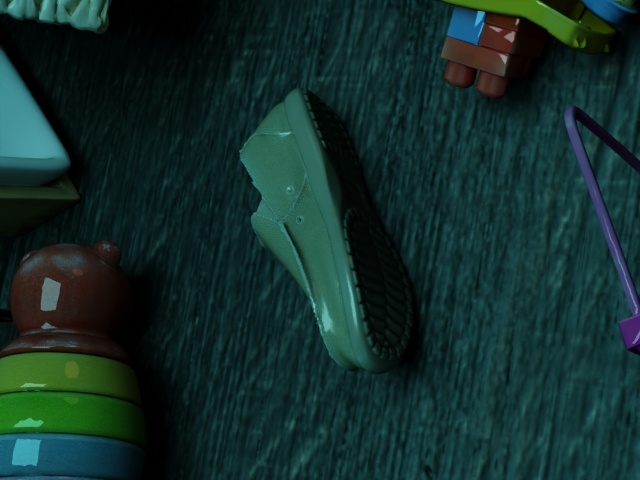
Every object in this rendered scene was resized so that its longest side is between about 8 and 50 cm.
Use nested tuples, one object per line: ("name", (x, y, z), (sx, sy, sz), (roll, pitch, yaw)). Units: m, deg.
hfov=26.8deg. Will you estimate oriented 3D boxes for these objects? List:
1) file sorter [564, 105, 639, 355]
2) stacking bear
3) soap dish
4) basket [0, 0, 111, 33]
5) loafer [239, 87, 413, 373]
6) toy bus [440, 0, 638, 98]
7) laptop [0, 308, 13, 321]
("file sorter", (0.332, -0.049, 0.861), (0.290, 0.202, 0.182), (-26, 65, 24))
("stacking bear", (-0.225, 0.143, 1.190), (0.175, 0.164, 0.289), (-11, 68, 29))
("soap dish", (-0.401, -0.124, 1.324), (0.291, 0.229, 0.118), (54, 124, 29))
("basket", (-0.320, -0.372, 1.202), (0.328, 0.266, 0.331), (-148, 67, -65))
("loafer", (0.000, 0.000, 1.119), (0.092, 0.102, 0.268), (-31, 55, 24))
("toy bus", (0.178, -0.209, 1.038), (0.220, 0.149, 0.211), (18, 102, 31))
("laptop", (-0.444, -0.004, 1.305), (0.136, 0.234, 0.264), (-40, 61, 16))
